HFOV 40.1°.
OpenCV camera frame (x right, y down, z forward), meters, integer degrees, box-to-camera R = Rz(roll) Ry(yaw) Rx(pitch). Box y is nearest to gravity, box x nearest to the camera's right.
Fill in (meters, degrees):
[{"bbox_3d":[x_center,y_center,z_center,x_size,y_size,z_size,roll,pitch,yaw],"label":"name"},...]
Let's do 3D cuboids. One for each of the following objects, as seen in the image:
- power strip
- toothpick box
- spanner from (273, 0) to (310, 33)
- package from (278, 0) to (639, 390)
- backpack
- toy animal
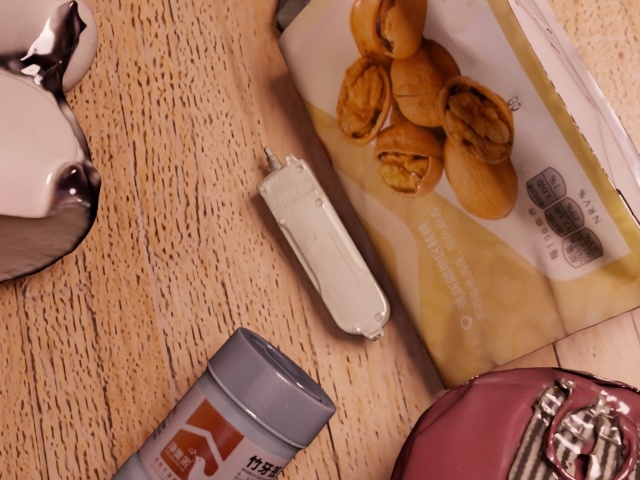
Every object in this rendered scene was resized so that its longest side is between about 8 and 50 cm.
[{"bbox_3d":[0.000,0.000,0.719,0.048,0.030,0.191,-32,75,6],"label":"power strip"},{"bbox_3d":[-0.073,0.155,0.670,0.101,0.101,0.153,40,90,16],"label":"toothpick box"},{"bbox_3d":[-0.049,-0.304,0.791,0.093,0.026,0.325,-29,73,7],"label":"spanner"},{"bbox_3d":[0.134,-0.077,0.660,0.221,0.165,0.311,-38,74,47],"label":"package"},{"bbox_3d":[0.144,0.239,0.556,0.283,0.197,0.317,16,81,18],"label":"backpack"},{"bbox_3d":[-0.314,-0.134,0.712,0.251,0.251,0.309,-15,69,9],"label":"toy animal"}]
